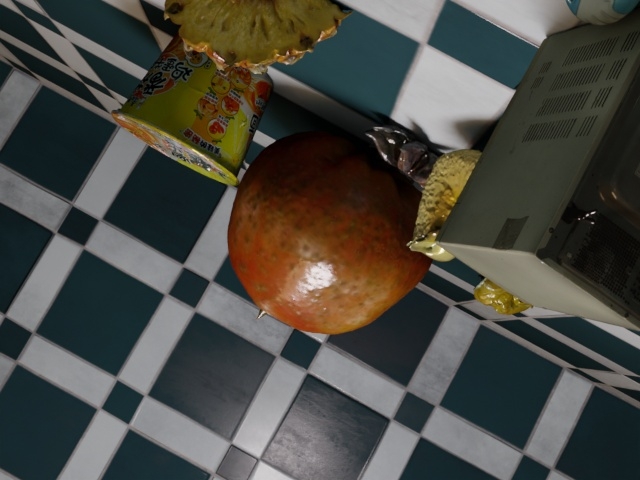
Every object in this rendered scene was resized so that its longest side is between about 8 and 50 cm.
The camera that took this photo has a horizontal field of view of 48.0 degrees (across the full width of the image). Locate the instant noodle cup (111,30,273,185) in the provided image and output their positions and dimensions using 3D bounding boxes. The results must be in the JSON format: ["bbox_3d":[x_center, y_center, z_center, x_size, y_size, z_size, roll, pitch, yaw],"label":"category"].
[{"bbox_3d":[-0.217,-0.246,1.322,0.265,0.200,0.264,28,174,3],"label":"instant noodle cup"}]

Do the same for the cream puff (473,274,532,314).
[{"bbox_3d":[0.431,0.108,1.632,0.156,0.121,0.156,25,167,6],"label":"cream puff"}]

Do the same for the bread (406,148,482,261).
[{"bbox_3d":[0.241,-0.070,1.051,0.175,0.132,0.251,2,154,-26],"label":"bread"}]

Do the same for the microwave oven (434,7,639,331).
[{"bbox_3d":[0.249,-0.062,0.646,0.145,0.240,0.194,33,172,-22],"label":"microwave oven"}]

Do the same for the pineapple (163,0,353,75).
[{"bbox_3d":[-0.100,-0.274,0.958,0.250,0.139,0.164,26,174,1],"label":"pineapple"}]

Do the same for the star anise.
[{"bbox_3d":[0.162,-0.132,1.204,0.205,0.061,0.180,35,-176,-7],"label":"star anise"}]

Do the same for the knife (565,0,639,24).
[{"bbox_3d":[0.216,-0.217,0.519,0.064,0.031,0.222,31,173,15],"label":"knife"}]

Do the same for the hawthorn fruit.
[{"bbox_3d":[0.000,0.000,1.354,0.403,0.402,0.403,28,173,4],"label":"hawthorn fruit"}]
